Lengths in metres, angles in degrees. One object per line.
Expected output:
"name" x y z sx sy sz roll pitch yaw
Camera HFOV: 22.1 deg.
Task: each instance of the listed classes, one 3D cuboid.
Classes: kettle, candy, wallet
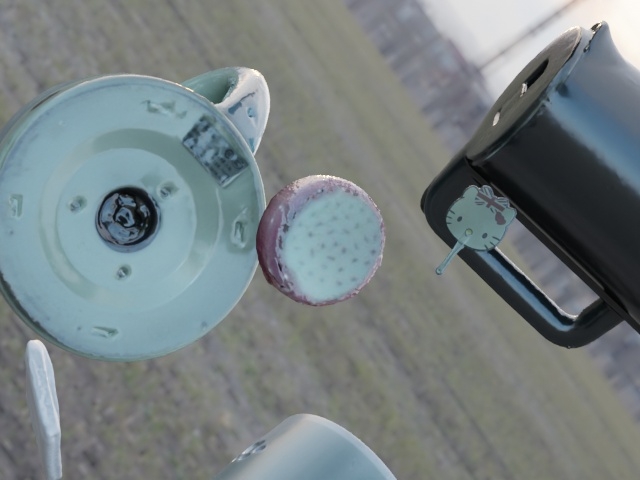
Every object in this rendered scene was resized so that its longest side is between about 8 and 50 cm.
"kettle" 0.297 -0.039 1.639 0.308 0.203 0.262 39 -34 -8
"candy" 0.000 0.000 1.266 0.103 0.103 0.043 50 -9 -29
"wallet" -0.309 0.192 1.835 0.183 0.032 0.124 108 -30 -62
"kettle" -0.179 -0.059 1.557 0.247 0.319 0.342 57 -9 -15

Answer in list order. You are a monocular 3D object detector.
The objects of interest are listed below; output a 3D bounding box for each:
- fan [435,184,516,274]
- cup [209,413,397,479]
"fan" 0.119 -0.006 1.322 0.056 0.083 0.004 37 -4 31
"cup" -0.022 0.401 1.911 0.356 0.274 0.259 20 -46 43
